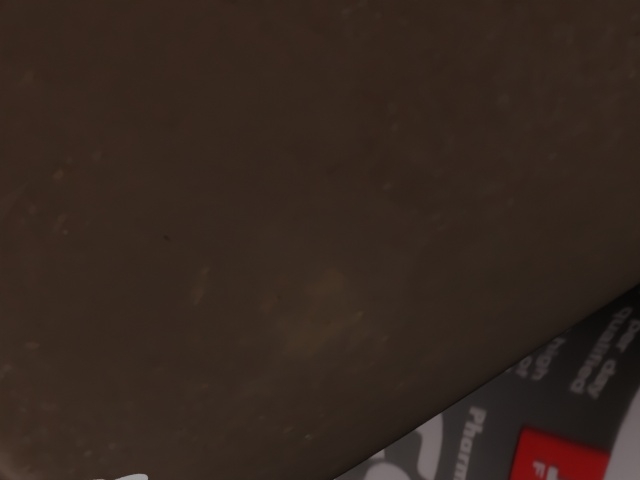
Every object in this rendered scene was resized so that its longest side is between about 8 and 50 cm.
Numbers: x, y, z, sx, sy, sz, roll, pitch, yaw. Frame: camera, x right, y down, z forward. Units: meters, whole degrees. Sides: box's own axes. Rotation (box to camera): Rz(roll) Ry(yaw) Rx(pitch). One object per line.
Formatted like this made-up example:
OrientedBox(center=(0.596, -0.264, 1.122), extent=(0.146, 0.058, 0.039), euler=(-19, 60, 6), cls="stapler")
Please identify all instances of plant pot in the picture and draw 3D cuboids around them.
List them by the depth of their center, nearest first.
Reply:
OrientedBox(center=(-0.008, -0.054, 0.414), extent=(0.263, 0.229, 0.263), euler=(45, 175, 5), cls="plant pot")

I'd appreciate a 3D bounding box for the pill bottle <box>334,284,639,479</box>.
OrientedBox(center=(0.107, 0.070, 0.521), extent=(0.283, 0.161, 0.161), euler=(11, 130, 60), cls="pill bottle")
